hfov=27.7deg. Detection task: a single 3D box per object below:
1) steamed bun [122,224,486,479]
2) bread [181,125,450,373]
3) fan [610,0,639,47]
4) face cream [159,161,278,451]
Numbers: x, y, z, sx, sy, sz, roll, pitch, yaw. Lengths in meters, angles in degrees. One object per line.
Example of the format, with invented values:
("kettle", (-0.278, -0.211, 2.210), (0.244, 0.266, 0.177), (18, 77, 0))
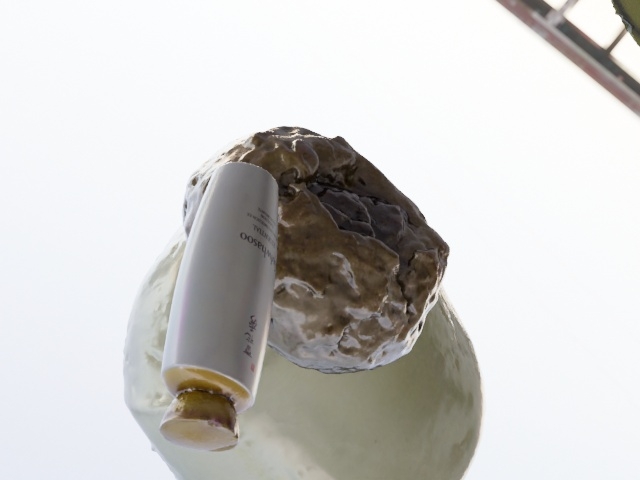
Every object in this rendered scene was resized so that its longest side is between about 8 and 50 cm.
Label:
("steamed bun", (-0.001, 0.114, 1.380), (0.456, 0.289, 0.371), (-80, -33, -54))
("bread", (0.000, 0.000, 1.026), (0.230, 0.123, 0.230), (33, -158, -16))
("fan", (0.296, -0.265, 0.944), (0.335, 0.229, 0.011), (64, -166, 5))
("face cream", (-0.059, 0.038, 0.793), (0.072, 0.051, 0.182), (44, -136, -44))
